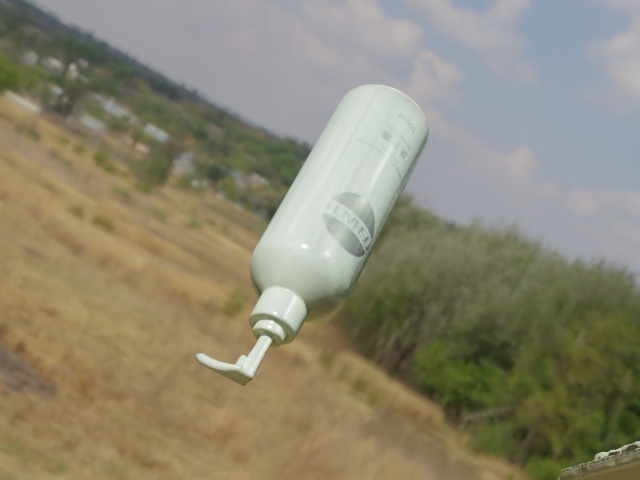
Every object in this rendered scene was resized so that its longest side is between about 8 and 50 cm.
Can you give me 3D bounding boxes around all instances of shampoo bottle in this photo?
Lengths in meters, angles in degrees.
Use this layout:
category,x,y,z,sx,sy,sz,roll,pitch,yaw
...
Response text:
category,x,y,z,sx,sy,sz,roll,pitch,yaw
shampoo bottle,0.000,0.000,0.741,0.056,0.195,0.056,16,-40,14

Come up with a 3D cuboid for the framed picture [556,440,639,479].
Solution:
category,x,y,z,sx,sy,sz,roll,pitch,yaw
framed picture,0.213,0.097,0.326,0.274,0.017,0.217,29,-24,-11
